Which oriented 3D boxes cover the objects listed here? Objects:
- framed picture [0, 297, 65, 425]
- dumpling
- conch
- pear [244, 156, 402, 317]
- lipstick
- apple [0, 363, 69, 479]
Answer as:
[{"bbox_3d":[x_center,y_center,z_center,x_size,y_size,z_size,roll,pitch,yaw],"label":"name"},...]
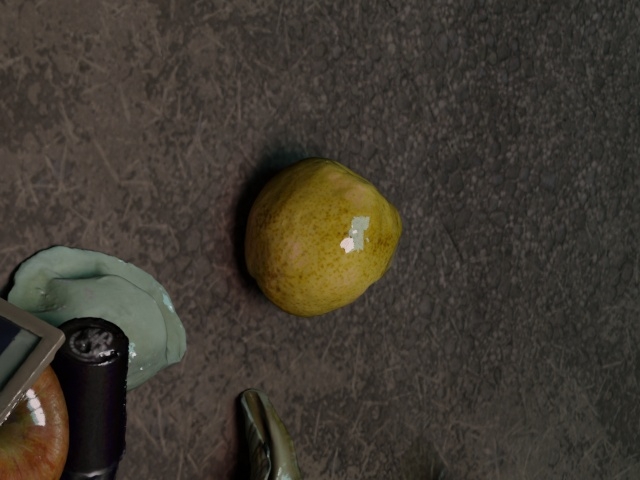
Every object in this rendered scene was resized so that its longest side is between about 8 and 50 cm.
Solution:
[{"bbox_3d":[-0.383,0.097,1.579,0.209,0.281,0.019,-56,161,-27],"label":"framed picture"},{"bbox_3d":[-0.214,0.083,1.845,0.219,0.108,0.153,-7,99,-47],"label":"dumpling"},{"bbox_3d":[-0.042,0.365,2.029,0.386,0.169,0.203,58,22,9],"label":"conch"},{"bbox_3d":[0.000,0.000,2.021,0.178,0.178,0.178,-6,98,-45],"label":"pear"},{"bbox_3d":[-0.228,0.207,1.800,0.081,0.081,0.300,-29,138,-40],"label":"lipstick"},{"bbox_3d":[-0.333,0.172,1.671,0.211,0.188,0.211,8,79,-42],"label":"apple"}]
